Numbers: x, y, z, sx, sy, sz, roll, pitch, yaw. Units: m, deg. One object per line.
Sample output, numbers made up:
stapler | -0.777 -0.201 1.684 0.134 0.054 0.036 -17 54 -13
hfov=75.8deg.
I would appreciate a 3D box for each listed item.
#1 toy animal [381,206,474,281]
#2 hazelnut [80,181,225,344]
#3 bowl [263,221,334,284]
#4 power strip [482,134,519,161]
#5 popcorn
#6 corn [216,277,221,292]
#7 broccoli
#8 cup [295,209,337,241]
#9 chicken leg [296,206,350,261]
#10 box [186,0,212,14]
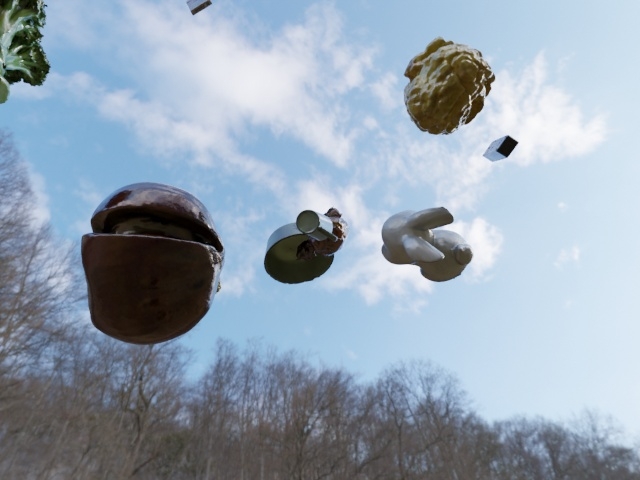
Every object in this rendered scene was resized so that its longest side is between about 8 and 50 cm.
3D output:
toy animal | 0.233 0.011 0.890 0.193 0.179 0.127 32 -103 -36
hazelnut | -0.259 0.037 0.654 0.217 0.251 0.217 1 -16 0
bowl | -0.072 0.023 1.246 0.212 0.112 0.211 -8 -45 -8
power strip | 0.348 -0.177 0.799 0.029 0.111 0.037 35 -80 3
popcorn | 0.241 -0.298 0.803 0.180 0.170 0.179 14 -42 13
corn | -0.401 0.146 1.160 0.244 0.093 0.093 -19 -52 -31
broccoli | -0.568 -0.320 0.670 0.269 0.269 0.254 -37 -24 12
cup | -0.008 -0.023 0.810 0.055 0.074 0.083 -30 -13 12
chicken leg | 0.000 0.000 1.099 0.093 0.304 0.113 36 -108 -6
box | -0.248 -0.484 0.837 0.046 0.083 0.012 -31 -43 3
